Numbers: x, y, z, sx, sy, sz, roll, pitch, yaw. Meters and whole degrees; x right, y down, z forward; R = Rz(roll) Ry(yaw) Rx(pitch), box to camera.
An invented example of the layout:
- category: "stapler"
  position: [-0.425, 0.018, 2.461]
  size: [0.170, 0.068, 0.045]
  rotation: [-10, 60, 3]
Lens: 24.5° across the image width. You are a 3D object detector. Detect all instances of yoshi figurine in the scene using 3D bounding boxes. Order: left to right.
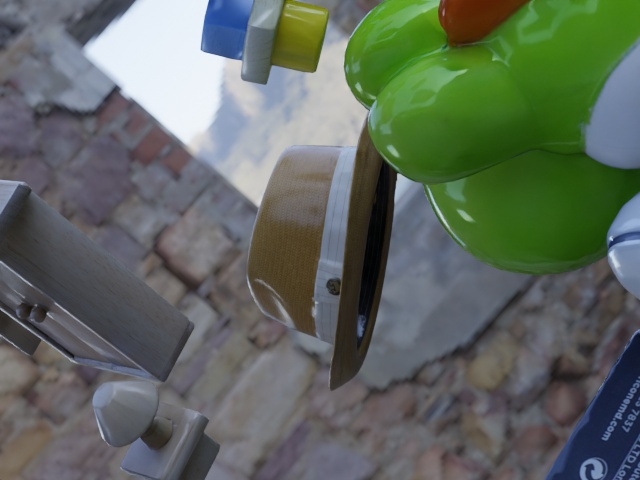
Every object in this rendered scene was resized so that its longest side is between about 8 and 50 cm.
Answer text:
- category: "yoshi figurine"
  position: [0.187, -0.084, 0.663]
  size: [0.362, 0.203, 0.203]
  rotation: [-14, 22, -7]

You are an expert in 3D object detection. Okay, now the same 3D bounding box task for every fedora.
- category: "fedora"
  position: [0.000, 0.000, 0.958]
  size: [0.194, 0.079, 0.194]
  rotation: [9, -90, -81]

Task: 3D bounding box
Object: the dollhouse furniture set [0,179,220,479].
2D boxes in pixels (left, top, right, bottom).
- category: "dollhouse furniture set"
  position: [-0.254, 0.151, 0.905]
  size: [0.303, 0.174, 0.356]
  rotation: [7, 61, 46]

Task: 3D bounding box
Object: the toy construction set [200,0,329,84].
- category: "toy construction set"
  position: [-0.023, -0.231, 0.709]
  size: [0.328, 0.151, 0.215]
  rotation: [-106, 25, -60]

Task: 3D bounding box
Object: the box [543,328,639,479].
- category: "box"
  position: [0.282, 0.239, 0.671]
  size: [0.312, 0.343, 0.179]
  rotation: [21, 68, 41]

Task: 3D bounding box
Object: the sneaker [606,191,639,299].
- category: "sneaker"
  position: [0.184, 0.057, 0.508]
  size: [0.091, 0.094, 0.258]
  rotation: [-50, 40, -7]
